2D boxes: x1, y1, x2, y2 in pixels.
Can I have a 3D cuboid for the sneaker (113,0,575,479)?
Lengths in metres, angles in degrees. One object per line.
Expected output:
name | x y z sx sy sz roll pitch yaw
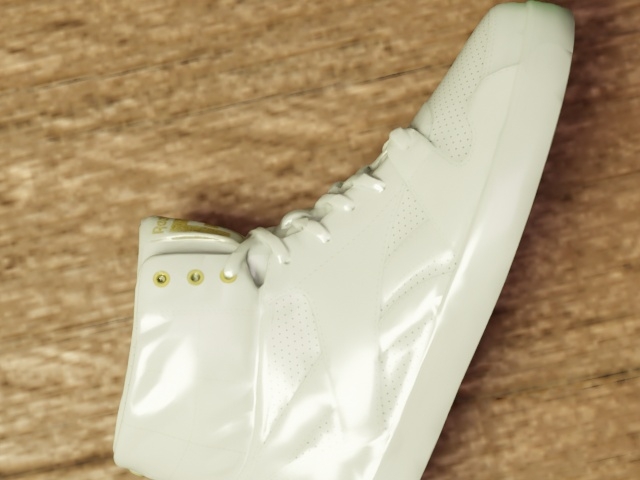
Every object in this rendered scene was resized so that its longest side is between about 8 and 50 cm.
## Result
sneaker | 0.000 0.000 0.690 0.169 0.108 0.292 22 92 0
